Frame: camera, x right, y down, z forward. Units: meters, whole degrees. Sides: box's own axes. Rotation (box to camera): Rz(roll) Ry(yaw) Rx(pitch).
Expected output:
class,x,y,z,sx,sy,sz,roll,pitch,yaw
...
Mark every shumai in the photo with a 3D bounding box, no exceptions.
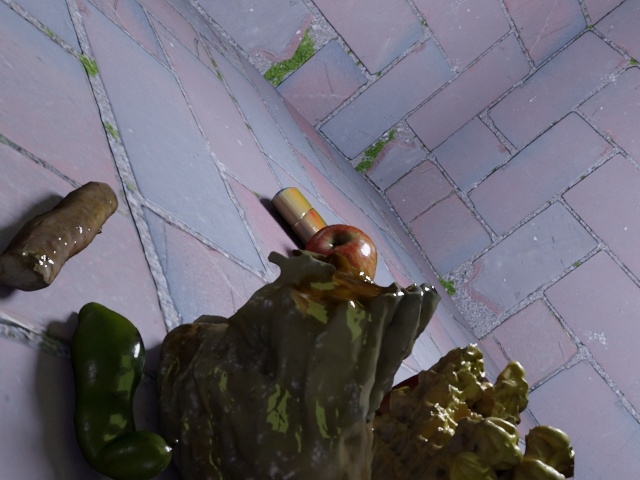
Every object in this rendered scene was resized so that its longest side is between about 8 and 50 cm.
class,x,y,z,sx,sy,sz,roll,pitch,yaw
shumai,0.012,0.145,0.672,0.267,0.262,0.314,43,16,-34

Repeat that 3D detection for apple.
class,x,y,z,sx,sy,sz,roll,pitch,yaw
apple,0.044,0.042,1.409,0.131,0.146,0.146,73,-8,-46

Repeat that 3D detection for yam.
class,x,y,z,sx,sy,sz,roll,pitch,yaw
yam,-0.246,-0.009,0.672,0.057,0.057,0.241,48,10,-15

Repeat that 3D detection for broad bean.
class,x,y,z,sx,sy,sz,roll,pitch,yaw
broad bean,-0.170,0.111,0.563,0.213,0.070,0.048,50,-10,46

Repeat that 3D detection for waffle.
class,x,y,z,sx,sy,sz,roll,pitch,yaw
waffle,0.170,0.273,0.882,0.151,0.261,0.324,43,9,-4

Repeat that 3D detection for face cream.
class,x,y,z,sx,sy,sz,roll,pitch,yaw
face cream,0.000,0.000,1.547,0.285,0.067,0.139,50,9,-5

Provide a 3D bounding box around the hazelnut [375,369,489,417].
class,x,y,z,sx,sy,sz,roll,pitch,yaw
hazelnut,0.186,0.294,1.135,0.208,0.208,0.208,49,12,-14
